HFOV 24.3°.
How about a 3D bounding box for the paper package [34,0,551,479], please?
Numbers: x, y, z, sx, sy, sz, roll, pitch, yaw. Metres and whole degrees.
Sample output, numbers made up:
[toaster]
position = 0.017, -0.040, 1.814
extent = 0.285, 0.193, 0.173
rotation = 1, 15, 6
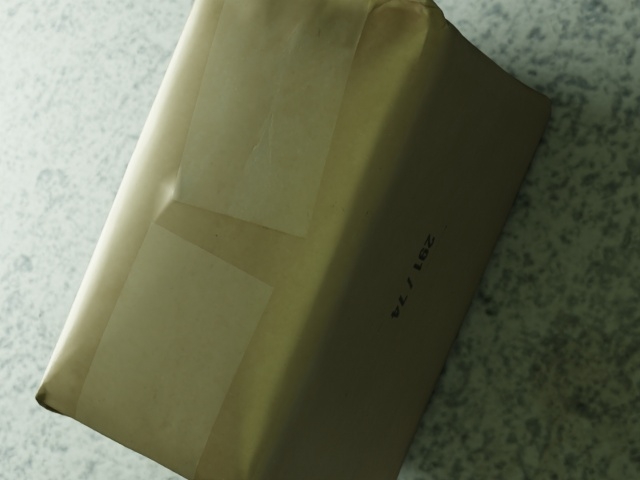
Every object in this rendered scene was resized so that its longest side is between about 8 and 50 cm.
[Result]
[paper package]
position = 0.000, 0.000, 1.011
extent = 0.168, 0.309, 0.324
rotation = 24, 94, 22
